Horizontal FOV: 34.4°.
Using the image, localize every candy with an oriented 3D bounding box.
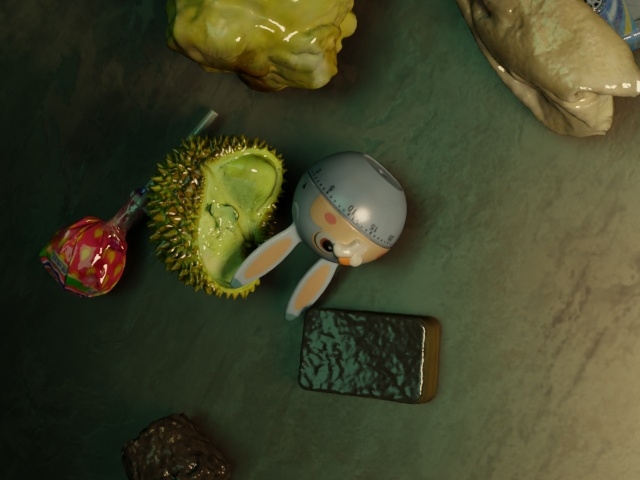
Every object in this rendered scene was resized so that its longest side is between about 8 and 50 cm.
[{"bbox_3d":[-0.284,-0.064,1.601,0.124,0.124,0.365,43,96,20],"label":"candy"}]

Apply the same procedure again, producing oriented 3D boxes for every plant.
[{"bbox_3d":[-0.197,0.361,1.517,0.131,0.142,0.203,-45,62,4],"label":"plant"}]

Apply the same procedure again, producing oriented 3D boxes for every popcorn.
[{"bbox_3d":[-0.091,-0.370,1.449,0.312,0.312,0.312,-2,85,23],"label":"popcorn"}]

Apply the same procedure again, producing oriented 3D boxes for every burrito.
[{"bbox_3d":[0.268,-0.279,1.323,0.332,0.135,0.190,65,154,13],"label":"burrito"}]

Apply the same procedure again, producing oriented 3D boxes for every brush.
[{"bbox_3d":[0.065,0.160,1.455,0.197,0.059,0.123,3,86,23],"label":"brush"}]

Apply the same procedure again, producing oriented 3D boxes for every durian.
[{"bbox_3d":[-0.152,-0.039,1.483,0.176,0.200,0.237,17,102,60],"label":"durian"}]

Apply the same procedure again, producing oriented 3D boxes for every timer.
[{"bbox_3d":[0.014,-0.003,1.421,0.175,0.175,0.255,29,83,22],"label":"timer"}]

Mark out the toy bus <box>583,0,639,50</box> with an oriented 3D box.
[{"bbox_3d":[0.366,-0.358,1.362,0.094,0.079,0.236,-18,79,4],"label":"toy bus"}]
